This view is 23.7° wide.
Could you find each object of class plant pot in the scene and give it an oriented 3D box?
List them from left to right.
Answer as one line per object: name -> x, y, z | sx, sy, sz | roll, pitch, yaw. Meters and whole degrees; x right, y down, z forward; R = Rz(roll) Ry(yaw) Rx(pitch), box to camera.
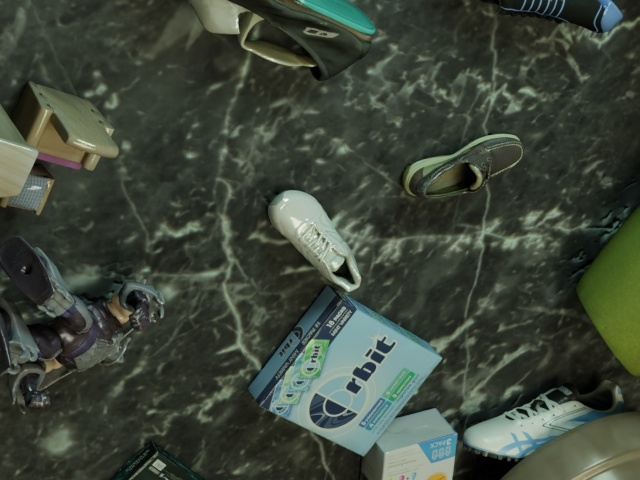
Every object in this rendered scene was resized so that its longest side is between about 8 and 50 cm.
plant pot -> 0.390, 0.424, 1.946 | 0.323, 0.280, 0.323 | -18, 139, -16
plant pot -> 0.469, 0.033, 1.847 | 0.293, 0.274, 0.275 | -36, 131, 14

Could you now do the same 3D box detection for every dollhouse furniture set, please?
dollhouse furniture set -> -0.361, 0.003, 1.386 | 0.286, 0.198, 0.303 | 16, 110, -35

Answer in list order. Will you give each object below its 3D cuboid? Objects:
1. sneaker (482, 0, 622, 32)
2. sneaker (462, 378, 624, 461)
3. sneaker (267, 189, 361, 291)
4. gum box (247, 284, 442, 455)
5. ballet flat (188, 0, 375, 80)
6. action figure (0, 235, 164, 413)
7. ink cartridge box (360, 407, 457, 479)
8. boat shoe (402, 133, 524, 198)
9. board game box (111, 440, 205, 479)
sneaker -> 0.221, -0.271, 1.622 | 0.232, 0.081, 0.090 | 31, 103, -31
sneaker -> 0.285, 0.229, 1.962 | 0.237, 0.085, 0.086 | -8, 106, -25
sneaker -> 0.000, 0.000, 1.673 | 0.054, 0.061, 0.152 | -43, 128, 3
gum box -> 0.030, 0.156, 1.797 | 0.184, 0.041, 0.157 | 30, 101, -39
ballet flat -> -0.062, -0.231, 1.480 | 0.280, 0.095, 0.096 | 30, 113, -38
action figure -> -0.254, 0.093, 1.517 | 0.185, 0.099, 0.285 | -45, 160, 1
ink cartridge box -> 0.107, 0.310, 1.920 | 0.104, 0.061, 0.181 | -11, 124, -23
boat shoe -> 0.169, -0.077, 1.725 | 0.152, 0.049, 0.056 | -21, 126, -17
board game box -> -0.182, 0.326, 1.793 | 0.126, 0.026, 0.186 | -44, 130, 2
